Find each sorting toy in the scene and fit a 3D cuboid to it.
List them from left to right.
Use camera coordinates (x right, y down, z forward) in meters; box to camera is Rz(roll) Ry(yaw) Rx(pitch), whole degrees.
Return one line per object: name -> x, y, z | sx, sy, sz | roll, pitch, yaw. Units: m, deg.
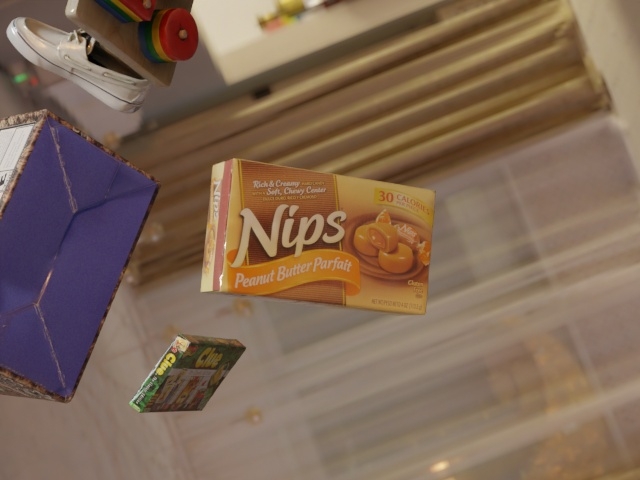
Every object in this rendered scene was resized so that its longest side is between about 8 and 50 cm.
sorting toy -> -0.276, -0.425, 2.258 | 0.255, 0.089, 0.257 | 37, -120, -51

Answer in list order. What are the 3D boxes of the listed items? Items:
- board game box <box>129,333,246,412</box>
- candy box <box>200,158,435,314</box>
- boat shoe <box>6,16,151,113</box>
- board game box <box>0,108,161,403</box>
board game box -> -0.207, 0.213, 2.174 | 0.030, 0.136, 0.259 | 35, -175, 17
candy box -> 0.000, 0.000, 1.910 | 0.087, 0.316, 0.183 | 170, 106, -66
boat shoe -> -0.418, -0.325, 2.386 | 0.267, 0.088, 0.096 | 34, -146, -3
board game box -> -0.325, 0.019, 1.319 | 0.141, 0.291, 0.232 | 33, -111, -34
